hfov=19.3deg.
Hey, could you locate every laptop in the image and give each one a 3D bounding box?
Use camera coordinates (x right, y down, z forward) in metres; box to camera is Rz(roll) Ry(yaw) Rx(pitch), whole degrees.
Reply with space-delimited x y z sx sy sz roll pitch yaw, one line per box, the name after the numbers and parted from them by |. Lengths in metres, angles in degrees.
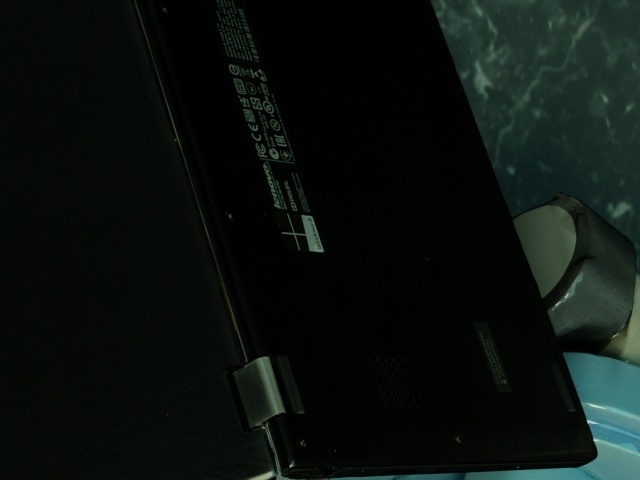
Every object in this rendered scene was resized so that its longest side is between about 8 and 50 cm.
-0.109 -0.010 1.032 0.408 0.236 0.382 5 60 -48 | laptop

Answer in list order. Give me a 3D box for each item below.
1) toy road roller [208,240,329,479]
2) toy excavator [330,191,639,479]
-0.177 0.107 1.101 0.329 0.202 0.241 -38 102 -22 | toy road roller
0.058 0.240 1.232 0.222 0.433 0.445 39 50 -32 | toy excavator
